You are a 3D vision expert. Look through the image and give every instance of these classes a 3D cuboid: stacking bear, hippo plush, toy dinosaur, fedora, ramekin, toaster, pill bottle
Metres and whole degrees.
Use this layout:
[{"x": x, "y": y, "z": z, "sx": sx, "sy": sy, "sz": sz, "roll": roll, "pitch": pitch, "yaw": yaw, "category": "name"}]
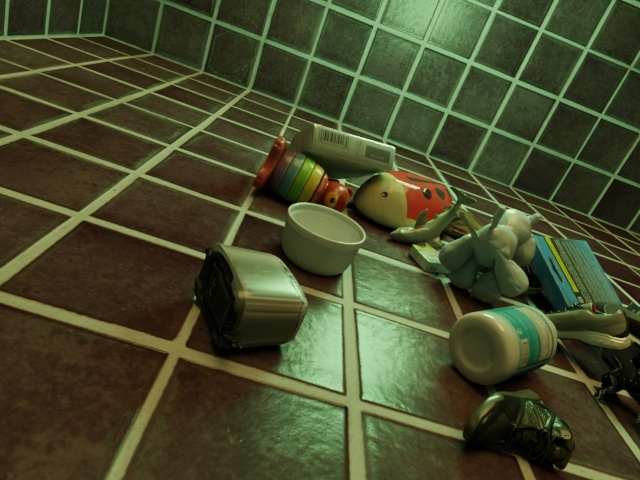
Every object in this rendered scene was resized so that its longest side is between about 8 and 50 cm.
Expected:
[{"x": -0.042, "y": -0.178, "z": 1.468, "sx": 0.289, "sy": 0.175, "sz": 0.164, "roll": 29, "pitch": 5, "yaw": -6, "category": "stacking bear"}, {"x": 0.489, "y": 0.008, "z": 1.337, "sx": 0.234, "sy": 0.294, "sz": 0.236, "roll": -5, "pitch": 22, "yaw": 44, "category": "hippo plush"}, {"x": 0.753, "y": 0.347, "z": 1.021, "sx": 0.218, "sy": 0.164, "sz": 0.322, "roll": 31, "pitch": 27, "yaw": 11, "category": "toy dinosaur"}, {"x": 0.858, "y": 0.300, "z": 1.238, "sx": 0.275, "sy": 0.124, "sz": 0.243, "roll": 30, "pitch": 25, "yaw": 19, "category": "fedora"}, {"x": 0.000, "y": 0.000, "z": 1.173, "sx": 0.207, "sy": 0.109, "sz": 0.207, "roll": 18, "pitch": 24, "yaw": -8, "category": "ramekin"}, {"x": -0.123, "y": 0.102, "z": 0.829, "sx": 0.146, "sy": 0.129, "sz": 0.227, "roll": 7, "pitch": 26, "yaw": -35, "category": "toaster"}, {"x": 0.409, "y": 0.217, "z": 1.011, "sx": 0.264, "sy": 0.146, "sz": 0.146, "roll": 1, "pitch": 31, "yaw": -40, "category": "pill bottle"}]

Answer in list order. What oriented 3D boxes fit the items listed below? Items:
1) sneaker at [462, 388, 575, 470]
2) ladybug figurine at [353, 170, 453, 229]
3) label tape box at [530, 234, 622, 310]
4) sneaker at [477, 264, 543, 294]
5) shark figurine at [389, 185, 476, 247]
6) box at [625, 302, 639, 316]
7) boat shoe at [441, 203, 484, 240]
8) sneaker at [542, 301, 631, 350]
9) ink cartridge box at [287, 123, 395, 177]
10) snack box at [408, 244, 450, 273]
[{"x": 0.348, "y": 0.328, "z": 0.798, "sx": 0.227, "sy": 0.087, "sz": 0.130, "roll": 9, "pitch": 20, "yaw": -38, "category": "sneaker"}, {"x": 0.322, "y": -0.147, "z": 1.690, "sx": 0.449, "sy": 0.162, "sz": 0.305, "roll": 0, "pitch": 31, "yaw": -41, "category": "ladybug figurine"}, {"x": 0.760, "y": 0.118, "z": 1.453, "sx": 0.333, "sy": 0.106, "sz": 0.241, "roll": 4, "pitch": 57, "yaw": -34, "category": "label tape box"}, {"x": 0.609, "y": 0.081, "z": 1.499, "sx": 0.321, "sy": 0.128, "sz": 0.126, "roll": 14, "pitch": 23, "yaw": -21, "category": "sneaker"}, {"x": 0.379, "y": -0.040, "z": 1.492, "sx": 0.166, "sy": 0.278, "sz": 0.116, "roll": 35, "pitch": 27, "yaw": -49, "category": "shark figurine"}, {"x": 0.988, "y": 0.282, "z": 1.428, "sx": 0.156, "sy": 0.093, "sz": 0.158, "roll": -5, "pitch": 36, "yaw": -45, "category": "box"}, {"x": 0.537, "y": 0.019, "z": 1.600, "sx": 0.342, "sy": 0.123, "sz": 0.123, "roll": 36, "pitch": -11, "yaw": -12, "category": "boat shoe"}, {"x": 0.650, "y": 0.206, "z": 1.213, "sx": 0.271, "sy": 0.108, "sz": 0.100, "roll": 4, "pitch": 2, "yaw": 43, "category": "sneaker"}, {"x": 0.030, "y": -0.298, "z": 1.650, "sx": 0.308, "sy": 0.091, "sz": 0.385, "roll": 9, "pitch": -2, "yaw": -25, "category": "ink cartridge box"}, {"x": 0.354, "y": 0.060, "z": 1.432, "sx": 0.141, "sy": 0.037, "sz": 0.100, "roll": 8, "pitch": 29, "yaw": -29, "category": "snack box"}]
